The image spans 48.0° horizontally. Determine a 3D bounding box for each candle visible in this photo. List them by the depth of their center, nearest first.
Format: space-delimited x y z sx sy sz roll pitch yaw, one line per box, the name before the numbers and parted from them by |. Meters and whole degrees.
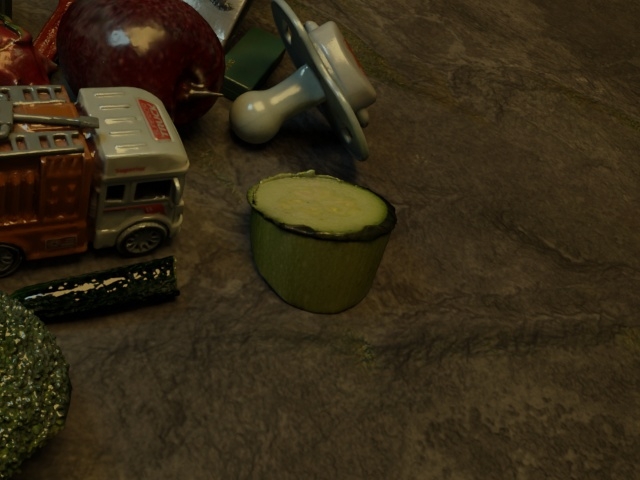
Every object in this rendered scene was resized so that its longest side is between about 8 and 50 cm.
candle | -0.424 -0.366 1.192 0.051 0.048 0.329 -11 43 20

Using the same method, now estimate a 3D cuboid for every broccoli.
broccoli | -0.351 0.131 0.709 0.226 0.198 0.176 14 77 25

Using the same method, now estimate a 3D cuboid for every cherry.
cherry | -0.274 -0.275 1.078 0.300 0.203 0.230 33 46 25

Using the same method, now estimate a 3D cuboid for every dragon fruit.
dragon fruit | -0.434 -0.221 1.010 0.236 0.135 0.137 44 39 -9

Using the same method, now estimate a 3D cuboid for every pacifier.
pacifier | -0.043 -0.236 1.183 0.233 0.244 0.299 -30 90 -8

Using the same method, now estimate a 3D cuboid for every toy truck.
toy truck | -0.353 -0.083 0.864 0.388 0.207 0.173 -10 56 -32

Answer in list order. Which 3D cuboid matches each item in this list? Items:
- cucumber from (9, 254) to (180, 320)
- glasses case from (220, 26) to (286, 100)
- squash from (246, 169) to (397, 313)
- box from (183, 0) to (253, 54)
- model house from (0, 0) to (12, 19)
cucumber | -0.275 0.061 0.884 0.215 0.052 0.058 -10 37 -31
glasses case | -0.127 -0.317 1.290 0.078 0.039 0.184 27 45 -1
squash | -0.005 -0.014 1.059 0.220 0.133 0.220 9 34 -6
box | -0.193 -0.445 1.264 0.150 0.067 0.233 27 86 0
model house | -0.558 -0.405 1.040 0.215 0.224 0.198 23 45 -4
